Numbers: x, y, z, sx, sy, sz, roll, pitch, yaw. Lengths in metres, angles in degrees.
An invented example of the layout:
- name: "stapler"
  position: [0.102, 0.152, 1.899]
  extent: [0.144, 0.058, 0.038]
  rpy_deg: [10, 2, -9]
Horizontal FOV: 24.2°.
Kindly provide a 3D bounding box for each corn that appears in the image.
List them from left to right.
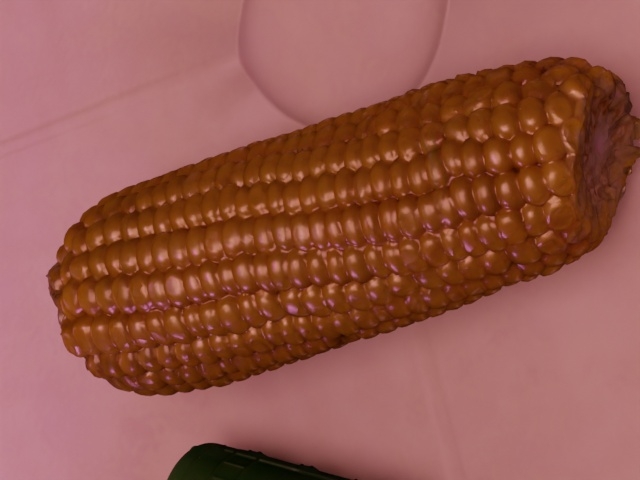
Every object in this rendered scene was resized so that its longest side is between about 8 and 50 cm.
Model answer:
- name: "corn"
  position: [0.000, 0.000, 0.883]
  extent: [0.387, 0.144, 0.144]
  rpy_deg: [-16, 83, 29]

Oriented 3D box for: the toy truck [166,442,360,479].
- name: "toy truck"
  position: [0.006, 0.205, 0.909]
  extent: [0.242, 0.101, 0.125]
  rpy_deg: [12, 85, 30]
